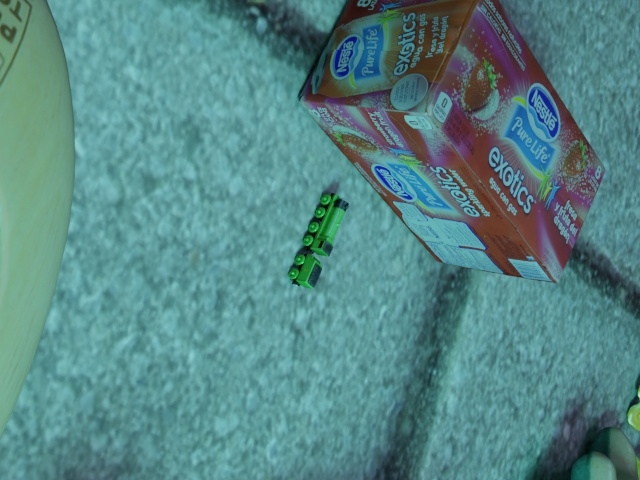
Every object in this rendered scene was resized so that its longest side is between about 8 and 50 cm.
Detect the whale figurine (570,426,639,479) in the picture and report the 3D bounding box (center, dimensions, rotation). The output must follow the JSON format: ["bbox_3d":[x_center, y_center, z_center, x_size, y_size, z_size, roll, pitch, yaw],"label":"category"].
[{"bbox_3d":[0.271,0.308,1.394,0.272,0.141,0.216,-65,145,-56],"label":"whale figurine"}]

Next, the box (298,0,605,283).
[{"bbox_3d":[0.115,-0.084,1.102,0.257,0.128,0.123,45,63,-44],"label":"box"}]

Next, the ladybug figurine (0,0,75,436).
[{"bbox_3d":[-0.281,0.024,0.621,0.305,0.162,0.449,46,63,-44],"label":"ladybug figurine"}]

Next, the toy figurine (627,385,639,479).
[{"bbox_3d":[0.455,0.338,1.561,0.217,0.191,0.363,20,83,-55],"label":"toy figurine"}]

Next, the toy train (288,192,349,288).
[{"bbox_3d":[0.000,0.000,1.064,0.017,0.023,0.083,41,67,-46],"label":"toy train"}]
